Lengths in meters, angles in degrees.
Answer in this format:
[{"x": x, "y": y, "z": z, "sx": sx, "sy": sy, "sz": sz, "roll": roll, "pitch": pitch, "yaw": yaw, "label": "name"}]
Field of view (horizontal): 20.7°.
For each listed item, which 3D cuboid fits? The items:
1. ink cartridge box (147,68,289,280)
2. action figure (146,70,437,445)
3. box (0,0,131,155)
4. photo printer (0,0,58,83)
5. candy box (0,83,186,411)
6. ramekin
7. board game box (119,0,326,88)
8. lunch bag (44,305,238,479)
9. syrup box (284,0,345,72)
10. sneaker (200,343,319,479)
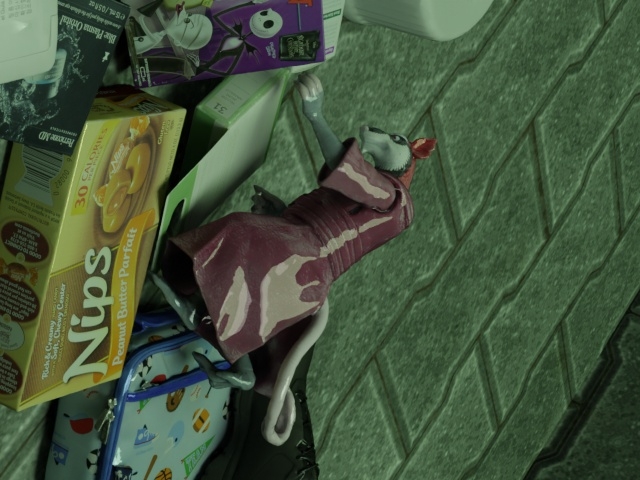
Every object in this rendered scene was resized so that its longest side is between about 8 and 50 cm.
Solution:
[{"x": -0.131, "y": -0.085, "z": 1.957, "sx": 0.235, "sy": 0.056, "sz": 0.171, "roll": -46, "pitch": 165, "yaw": -35, "label": "ink cartridge box"}, {"x": 0.000, "y": 0.000, "z": 1.957, "sx": 0.370, "sy": 0.276, "sz": 0.248, "roll": -36, "pitch": 161, "yaw": -15, "label": "action figure"}, {"x": -0.275, "y": -0.174, "z": 1.613, "sx": 0.156, "sy": 0.093, "sz": 0.158, "roll": 12, "pitch": 102, "yaw": -64, "label": "box"}, {"x": -0.349, "y": -0.222, "z": 1.357, "sx": 0.307, "sy": 0.107, "sz": 0.256, "roll": -22, "pitch": 123, "yaw": -44, "label": "photo printer"}, {"x": -0.255, "y": 0.005, "z": 1.810, "sx": 0.183, "sy": 0.087, "sz": 0.316, "roll": -14, "pitch": 124, "yaw": -60, "label": "candy box"}, {"x": 0.140, "y": -0.382, "z": 2.180, "sx": 0.277, "sy": 0.135, "sz": 0.277, "roll": -43, "pitch": 147, "yaw": -38, "label": "ramekin"}, {"x": -0.106, "y": -0.306, "z": 1.723, "sx": 0.208, "sy": 0.056, "sz": 0.347, "roll": -12, "pitch": 136, "yaw": -7, "label": "board game box"}, {"x": -0.196, "y": 0.192, "z": 2.064, "sx": 0.303, "sy": 0.115, "sz": 0.243, "roll": -15, "pitch": 122, "yaw": -60, "label": "lunch bag"}, {"x": -0.026, "y": -0.317, "z": 1.964, "sx": 0.096, "sy": 0.093, "sz": 0.237, "roll": -27, "pitch": 135, "yaw": -53, "label": "syrup box"}, {"x": -0.049, "y": 0.242, "z": 2.117, "sx": 0.109, "sy": 0.130, "sz": 0.286, "roll": 27, "pitch": 82, "yaw": -66, "label": "sneaker"}]
